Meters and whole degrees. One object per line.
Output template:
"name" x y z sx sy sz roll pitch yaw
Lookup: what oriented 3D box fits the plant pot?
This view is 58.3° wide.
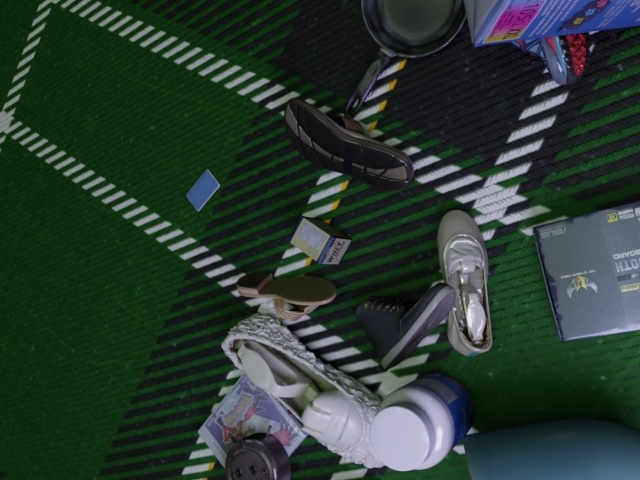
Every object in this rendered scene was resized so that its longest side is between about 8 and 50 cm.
"plant pot" 0.358 0.381 0.779 0.235 0.293 0.293 -20 78 11

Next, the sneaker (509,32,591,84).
"sneaker" 0.340 -0.360 0.939 0.125 0.104 0.262 -32 78 52

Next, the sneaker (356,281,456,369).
"sneaker" 0.133 0.119 0.982 0.118 0.083 0.222 53 135 24

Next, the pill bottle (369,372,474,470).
"pill bottle" 0.161 0.288 0.912 0.124 0.221 0.125 -1 87 28

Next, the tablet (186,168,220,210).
"tablet" -0.262 -0.111 1.279 0.083 0.006 0.054 -47 68 19

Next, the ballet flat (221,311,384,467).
"ballet flat" -0.031 0.287 1.066 0.408 0.147 0.147 33 102 25

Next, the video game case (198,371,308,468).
"video game case" -0.144 0.395 1.180 0.183 0.023 0.201 45 107 22

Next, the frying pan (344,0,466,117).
"frying pan" 0.161 -0.369 1.043 0.197 0.053 0.327 16 114 20

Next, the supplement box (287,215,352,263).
"supplement box" 0.000 0.000 1.090 0.083 0.083 0.056 35 104 26

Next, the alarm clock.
"alarm clock" -0.120 0.467 1.120 0.129 0.064 0.192 -21 81 26

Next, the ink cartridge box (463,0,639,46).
"ink cartridge box" 0.396 -0.450 0.806 0.394 0.151 0.270 -8 81 -7

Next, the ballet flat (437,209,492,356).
"ballet flat" 0.245 0.069 0.955 0.086 0.086 0.249 -9 86 27

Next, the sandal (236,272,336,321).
"sandal" -0.060 0.120 1.136 0.239 0.088 0.079 6 121 35

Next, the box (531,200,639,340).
"box" 0.458 0.040 0.859 0.232 0.059 0.184 -15 82 27

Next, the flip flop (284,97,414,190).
"flip flop" 0.053 -0.185 1.074 0.276 0.080 0.112 26 138 14
